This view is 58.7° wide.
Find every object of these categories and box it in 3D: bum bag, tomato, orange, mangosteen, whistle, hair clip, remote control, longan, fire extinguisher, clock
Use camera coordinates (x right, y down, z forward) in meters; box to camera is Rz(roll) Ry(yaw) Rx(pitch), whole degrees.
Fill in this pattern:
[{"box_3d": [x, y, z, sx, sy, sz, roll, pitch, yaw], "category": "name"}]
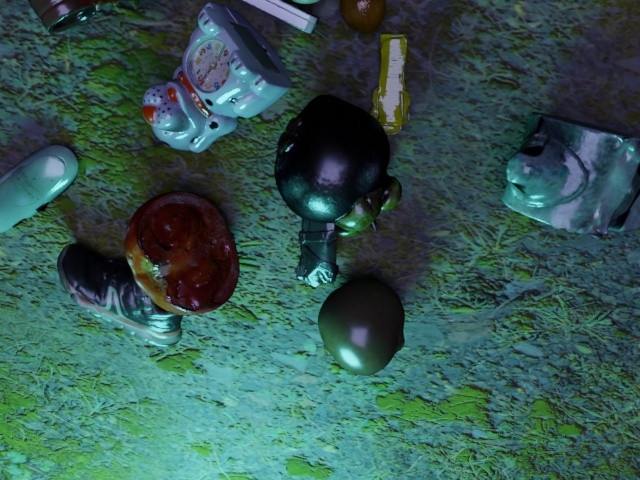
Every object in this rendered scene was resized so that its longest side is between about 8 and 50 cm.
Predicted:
[{"box_3d": [0.000, 0.000, 1.119, 0.087, 0.049, 0.197, 14, 113, 23], "category": "bum bag"}, {"box_3d": [-0.270, 0.028, 1.072, 0.140, 0.200, 0.232, -15, 102, 42], "category": "tomato"}, {"box_3d": [0.071, -0.392, 0.957, 0.085, 0.085, 0.084, 1, 110, 2], "category": "orange"}, {"box_3d": [0.033, -0.122, 0.983, 0.243, 0.243, 0.242, 1, 110, 2], "category": "mangosteen"}, {"box_3d": [0.502, -0.104, 0.984, 0.405, 0.188, 0.168, 12, 110, -3], "category": "whistle"}, {"box_3d": [0.124, -0.276, 1.011, 0.072, 0.046, 0.173, 1, 109, 12], "category": "hair clip"}, {"box_3d": [-0.574, -0.096, 1.104, 0.256, 0.045, 0.097, -34, 105, 16], "category": "remote control"}, {"box_3d": [-0.121, -0.411, 0.941, 0.250, 0.103, 0.034, 25, 112, -6], "category": "remote control"}, {"box_3d": [0.081, 0.168, 1.114, 0.189, 0.189, 0.189, 1, 110, 2], "category": "longan"}, {"box_3d": [-0.487, -0.517, 0.902, 0.102, 0.138, 0.343, -41, 110, -31], "category": "fire extinguisher"}, {"box_3d": [-0.200, -0.251, 0.979, 0.254, 0.189, 0.189, -37, 105, 20], "category": "clock"}]

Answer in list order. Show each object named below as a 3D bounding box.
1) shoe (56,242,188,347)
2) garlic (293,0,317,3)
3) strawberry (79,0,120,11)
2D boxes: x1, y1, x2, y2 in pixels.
[{"box_3d": [-0.380, 0.093, 1.128, 0.291, 0.114, 0.137, 35, 113, -13], "category": "shoe"}, {"box_3d": [-0.067, -0.470, 0.899, 0.212, 0.219, 0.218, -6, 115, 44], "category": "garlic"}, {"box_3d": [-0.340, -0.479, 0.818, 0.205, 0.205, 0.244, -24, 134, 10], "category": "strawberry"}]
